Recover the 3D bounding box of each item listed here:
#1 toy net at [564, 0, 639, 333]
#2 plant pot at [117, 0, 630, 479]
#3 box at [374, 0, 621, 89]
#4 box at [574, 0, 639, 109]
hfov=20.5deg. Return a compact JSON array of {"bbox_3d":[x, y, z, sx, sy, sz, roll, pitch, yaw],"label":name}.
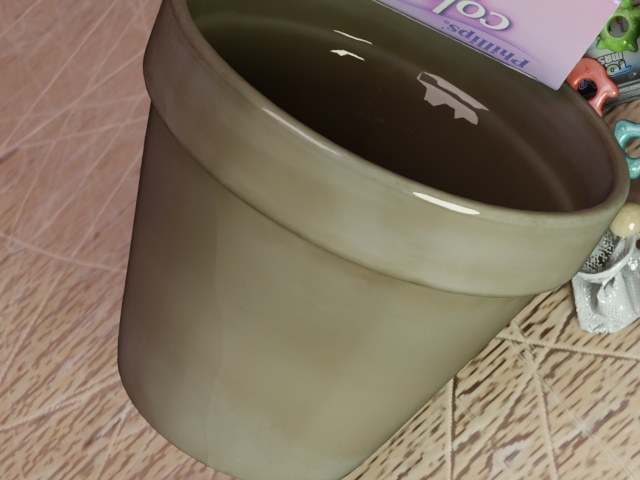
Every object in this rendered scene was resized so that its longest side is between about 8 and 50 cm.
[{"bbox_3d":[0.205,-0.051,1.211,0.122,0.045,0.232,21,97,20],"label":"toy net"},{"bbox_3d":[0.000,0.000,1.183,0.323,0.323,0.280,43,122,28],"label":"plant pot"},{"bbox_3d":[0.122,-0.265,1.197,0.213,0.117,0.243,26,63,-2],"label":"box"},{"bbox_3d":[0.259,-0.169,1.249,0.207,0.036,0.114,-14,71,21],"label":"box"}]
